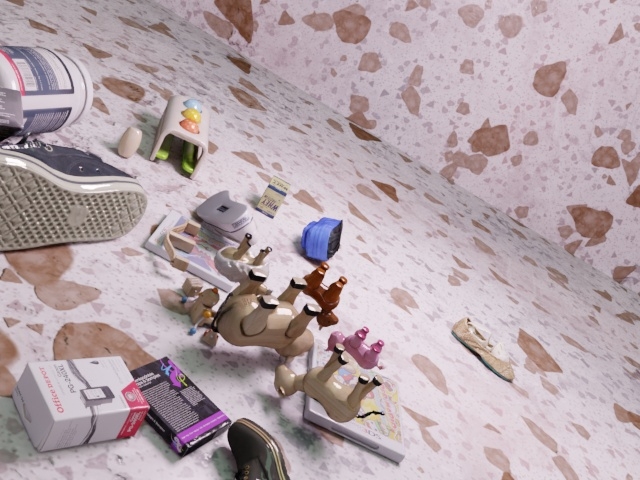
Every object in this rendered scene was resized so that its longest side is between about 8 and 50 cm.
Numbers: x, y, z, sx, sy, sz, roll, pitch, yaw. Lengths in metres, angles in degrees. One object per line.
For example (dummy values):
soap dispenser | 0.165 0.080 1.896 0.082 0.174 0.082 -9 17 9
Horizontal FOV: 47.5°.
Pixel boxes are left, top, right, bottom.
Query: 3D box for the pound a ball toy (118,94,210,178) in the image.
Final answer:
pound a ball toy | -0.397 -0.298 1.918 0.208 0.136 0.319 24 23 -18

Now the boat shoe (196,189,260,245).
boat shoe | -0.207 -0.048 1.682 0.267 0.096 0.088 21 -34 60

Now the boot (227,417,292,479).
boot | -0.116 0.350 1.052 0.137 0.077 0.198 0 38 -44

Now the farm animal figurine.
farm animal figurine | -0.056 0.177 1.339 0.327 0.172 0.330 25 27 -25

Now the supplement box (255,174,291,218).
supplement box | -0.127 -0.118 1.963 0.056 0.083 0.083 28 24 -6

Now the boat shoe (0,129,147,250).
boat shoe | -0.523 -0.093 1.291 0.156 0.187 0.500 40 17 22

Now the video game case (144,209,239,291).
video game case | -0.265 0.019 1.589 0.201 0.023 0.183 29 23 -7

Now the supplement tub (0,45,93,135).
supplement tub | -0.648 -0.324 1.576 0.191 0.191 0.272 37 23 11

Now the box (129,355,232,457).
box | -0.231 0.257 1.142 0.162 0.029 0.116 41 23 18

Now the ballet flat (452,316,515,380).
ballet flat | 0.437 0.278 1.903 0.206 0.067 0.073 40 23 18

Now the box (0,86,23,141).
box | -0.704 -0.208 1.221 0.307 0.242 0.076 2 76 -49

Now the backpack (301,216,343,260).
backpack | 0.000 0.000 1.879 0.101 0.098 0.120 6 19 12

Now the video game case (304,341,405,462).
video game case | 0.068 0.310 1.420 0.206 0.026 0.227 28 23 -11

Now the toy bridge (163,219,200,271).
toy bridge | -0.295 0.002 1.523 0.063 0.026 0.188 24 23 -13

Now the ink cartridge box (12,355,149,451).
ink cartridge box | -0.337 0.226 1.024 0.150 0.063 0.109 5 35 -48

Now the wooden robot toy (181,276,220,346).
wooden robot toy | -0.210 0.118 1.385 0.076 0.079 0.173 17 27 -32
